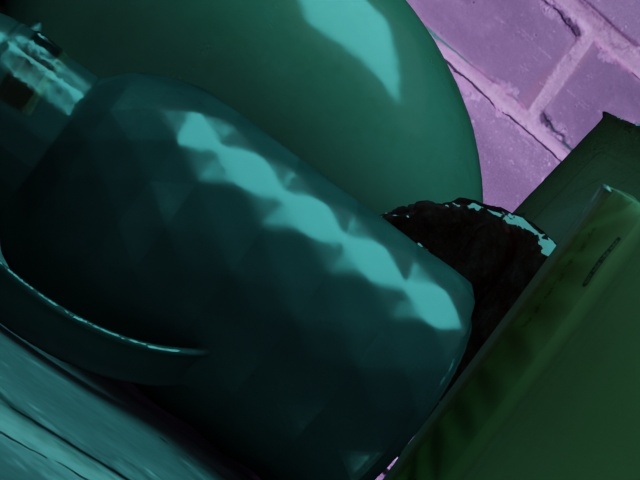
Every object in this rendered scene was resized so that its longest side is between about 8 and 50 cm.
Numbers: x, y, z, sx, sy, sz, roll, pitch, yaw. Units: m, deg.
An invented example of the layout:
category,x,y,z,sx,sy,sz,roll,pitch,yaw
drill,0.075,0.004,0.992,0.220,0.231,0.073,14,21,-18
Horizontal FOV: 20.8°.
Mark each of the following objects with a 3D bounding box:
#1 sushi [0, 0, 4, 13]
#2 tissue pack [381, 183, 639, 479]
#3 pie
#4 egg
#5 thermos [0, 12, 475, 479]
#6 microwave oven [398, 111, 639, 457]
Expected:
category,x,y,z,sx,sy,sz,roll,pitch,yaw
sushi,-0.221,-0.198,1.353,0.264,0.290,0.050,39,23,6
tissue pack,0.151,0.113,0.926,0.159,0.234,0.125,37,3,-10
pie,0.077,0.080,1.056,0.219,0.204,0.054,52,-10,-5
egg,-0.055,-0.084,1.194,0.389,0.276,0.276,44,3,11
thermos,-0.076,0.010,0.852,0.286,0.145,0.182,35,35,-9
microwave oven,0.263,0.133,1.221,0.247,0.333,0.394,46,-3,-26
